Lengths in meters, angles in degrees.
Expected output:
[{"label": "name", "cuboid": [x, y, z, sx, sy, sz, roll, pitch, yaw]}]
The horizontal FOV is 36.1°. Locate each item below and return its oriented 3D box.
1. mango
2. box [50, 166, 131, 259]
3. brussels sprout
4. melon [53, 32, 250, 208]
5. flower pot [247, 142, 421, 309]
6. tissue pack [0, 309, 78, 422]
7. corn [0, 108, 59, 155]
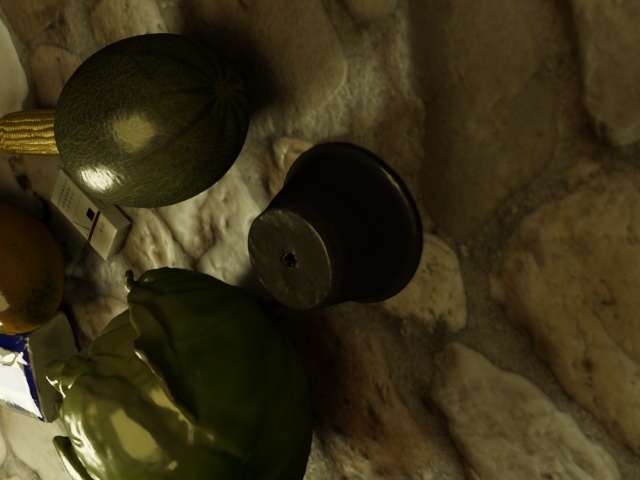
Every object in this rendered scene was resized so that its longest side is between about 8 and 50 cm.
[{"label": "mango", "cuboid": [-0.615, 0.053, 1.781, 0.378, 0.264, 0.221, 13, 160, 30]}, {"label": "box", "cuboid": [-0.396, -0.050, 1.690, 0.154, 0.040, 0.084, 45, 132, 15]}, {"label": "brussels sprout", "cuboid": [-0.188, 0.270, 1.460, 0.361, 0.342, 0.425, 45, 144, 23]}, {"label": "melon", "cuboid": [-0.231, -0.166, 1.364, 0.301, 0.237, 0.238, -11, 103, 42]}, {"label": "flower pot", "cuboid": [0.000, 0.000, 1.312, 0.235, 0.148, 0.235, 17, 120, 32]}, {"label": "tissue pack", "cuboid": [-0.602, 0.222, 1.934, 0.269, 0.137, 0.209, 8, 115, 33]}, {"label": "corn", "cuboid": [-0.453, -0.182, 1.645, 0.248, 0.081, 0.081, 4, 113, 39]}]
